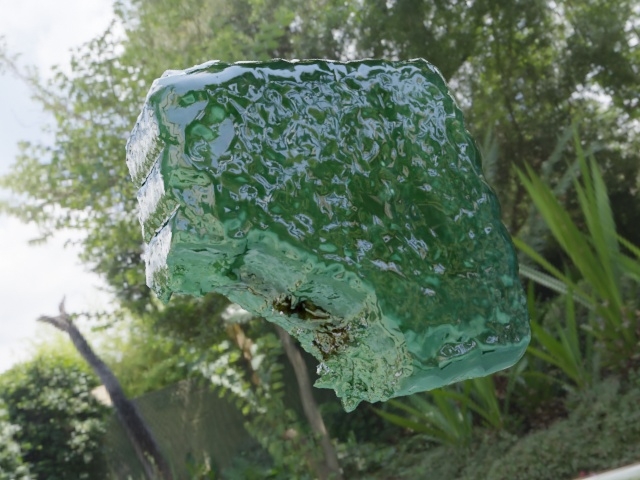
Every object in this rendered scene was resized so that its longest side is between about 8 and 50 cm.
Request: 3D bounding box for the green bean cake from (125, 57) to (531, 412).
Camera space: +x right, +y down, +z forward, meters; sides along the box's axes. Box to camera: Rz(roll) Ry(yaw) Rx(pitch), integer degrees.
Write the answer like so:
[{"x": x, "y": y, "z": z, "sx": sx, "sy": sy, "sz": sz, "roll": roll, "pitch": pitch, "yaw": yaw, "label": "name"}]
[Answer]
[{"x": 0.000, "y": 0.000, "z": 0.676, "sx": 0.307, "sy": 0.300, "sz": 0.169, "roll": -6, "pitch": -16, "yaw": -28, "label": "green bean cake"}]
